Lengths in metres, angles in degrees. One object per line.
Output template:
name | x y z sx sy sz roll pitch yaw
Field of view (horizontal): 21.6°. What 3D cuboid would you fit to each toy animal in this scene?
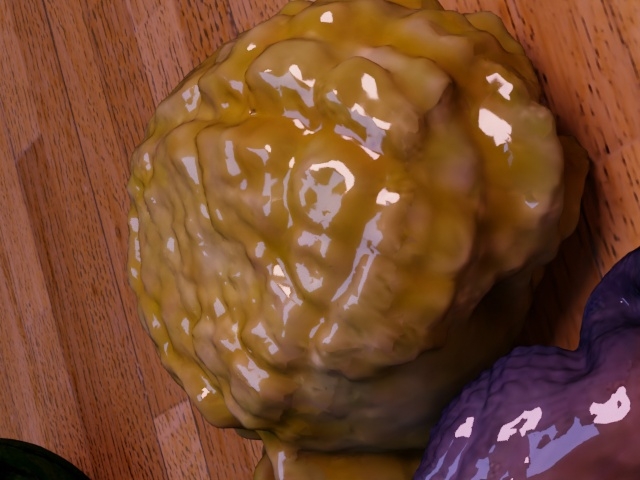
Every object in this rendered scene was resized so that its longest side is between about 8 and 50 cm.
toy animal | 0.100 0.134 0.730 0.185 0.122 0.298 -97 27 -58

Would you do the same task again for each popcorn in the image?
popcorn | 0.000 0.000 0.833 0.225 0.174 0.286 44 134 31

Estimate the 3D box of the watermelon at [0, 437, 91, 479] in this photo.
watermelon | -0.252 0.260 1.228 0.242 0.242 0.242 18 112 54
